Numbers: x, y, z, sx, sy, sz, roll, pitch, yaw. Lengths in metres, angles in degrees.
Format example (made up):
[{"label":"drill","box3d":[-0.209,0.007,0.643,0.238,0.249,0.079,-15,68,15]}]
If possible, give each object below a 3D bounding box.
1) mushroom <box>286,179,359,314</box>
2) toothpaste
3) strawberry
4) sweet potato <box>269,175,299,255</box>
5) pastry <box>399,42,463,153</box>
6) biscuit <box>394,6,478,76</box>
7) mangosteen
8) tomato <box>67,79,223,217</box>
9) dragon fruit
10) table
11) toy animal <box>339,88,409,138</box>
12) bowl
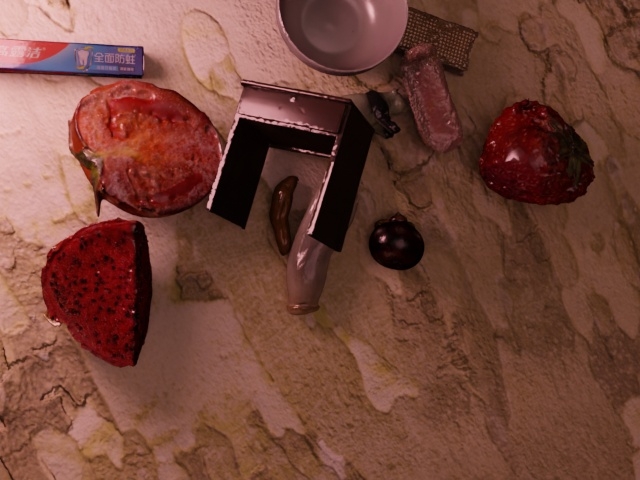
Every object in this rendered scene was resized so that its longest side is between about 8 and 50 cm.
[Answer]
[{"label":"mushroom","box3d":[-0.002,0.000,1.839,0.109,0.097,0.351,21,90,-13]},{"label":"toothpaste","box3d":[-0.527,-0.373,1.682,0.321,0.076,0.066,-1,95,-15]},{"label":"strawberry","box3d":[0.491,-0.189,1.919,0.274,0.220,0.274,23,52,-33]},{"label":"sweet potato","box3d":[-0.087,-0.056,1.831,0.053,0.054,0.182,7,96,25]},{"label":"pastry","box3d":[0.248,-0.330,1.875,0.103,0.112,0.265,-18,116,0]},{"label":"biscuit","box3d":[0.251,-0.470,1.909,0.239,0.062,0.108,15,87,-16]},{"label":"mangosteen","box3d":[0.175,-0.002,1.879,0.140,0.140,0.140,-1,92,-16]},{"label":"tomato","box3d":[-0.369,-0.177,1.686,0.309,0.170,0.308,7,77,-29]},{"label":"dragon fruit","box3d":[-0.456,0.084,1.693,0.205,0.152,0.316,6,105,2]},{"label":"table","box3d":[-0.059,-0.151,1.700,0.251,0.196,0.282,14,84,20]},{"label":"toy animal","box3d":[0.104,-0.280,1.863,0.225,0.094,0.121,-17,87,-14]},{"label":"bowl","box3d":[0.035,-0.490,1.796,0.287,0.144,0.286,1,86,-13]}]
